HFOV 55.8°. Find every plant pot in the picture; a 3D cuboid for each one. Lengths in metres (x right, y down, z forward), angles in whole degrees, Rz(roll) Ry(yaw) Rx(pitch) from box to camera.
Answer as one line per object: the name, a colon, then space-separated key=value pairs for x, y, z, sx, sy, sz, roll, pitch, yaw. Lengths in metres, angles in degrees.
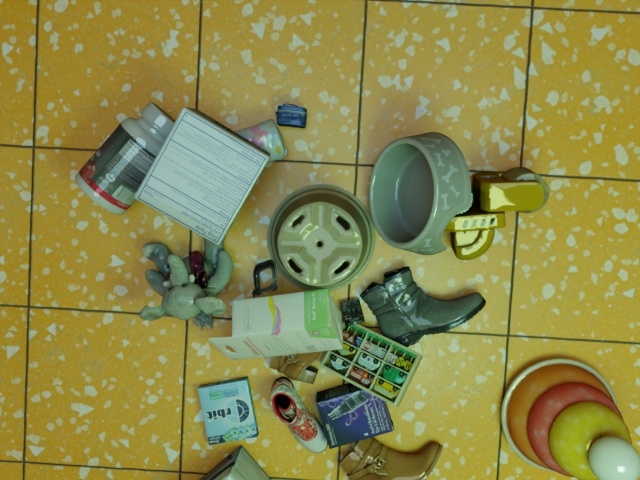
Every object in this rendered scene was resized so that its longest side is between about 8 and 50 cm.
plant pot: x=0.000 y=0.000 z=1.718 sx=0.334 sy=0.305 sz=0.333 roll=0 pitch=93 yaw=1

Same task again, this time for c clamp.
c clamp: x=-0.168 y=0.130 z=1.823 sx=0.022 sy=0.161 sz=0.137 roll=4 pitch=70 yaw=-33

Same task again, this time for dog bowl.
dog bowl: x=0.259 y=-0.130 z=1.685 sx=0.102 sy=0.349 sz=0.348 roll=0 pitch=94 yaw=-30

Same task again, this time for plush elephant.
plush elephant: x=-0.390 y=0.125 z=1.756 sx=0.272 sy=0.255 sz=0.330 roll=-12 pitch=93 yaw=2

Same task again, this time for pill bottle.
pill bottle: x=-0.551 y=-0.246 z=1.779 sx=0.176 sy=0.176 sz=0.318 roll=42 pitch=93 yaw=-1

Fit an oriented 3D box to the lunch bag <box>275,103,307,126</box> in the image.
lunch bag: x=-0.089 y=-0.377 z=1.818 sx=0.098 sy=0.067 sz=0.065 roll=7 pitch=93 yaw=2

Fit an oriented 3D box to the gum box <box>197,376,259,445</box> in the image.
gum box: x=-0.286 y=0.531 z=1.883 sx=0.157 sy=0.041 sz=0.184 roll=-10 pitch=94 yaw=1

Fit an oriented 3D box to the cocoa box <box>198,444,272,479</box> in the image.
cocoa box: x=-0.307 y=0.838 z=1.806 sx=0.347 sy=0.228 sz=0.231 roll=-41 pitch=91 yaw=3

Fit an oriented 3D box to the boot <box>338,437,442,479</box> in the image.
boot: x=0.216 y=0.671 z=1.863 sx=0.283 sy=0.109 sz=0.220 roll=-45 pitch=76 yaw=-4

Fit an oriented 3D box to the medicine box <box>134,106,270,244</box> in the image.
medicine box: x=-0.321 y=-0.179 z=1.683 sx=0.263 sy=0.149 sz=0.289 roll=30 pitch=98 yaw=-7

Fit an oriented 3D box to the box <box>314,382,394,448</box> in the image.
box: x=0.102 y=0.520 z=1.842 sx=0.207 sy=0.108 sz=0.153 roll=-18 pitch=93 yaw=2

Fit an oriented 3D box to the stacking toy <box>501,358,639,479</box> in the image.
stacking toy: x=0.722 y=0.544 z=1.646 sx=0.351 sy=0.480 sz=0.350 roll=0 pitch=94 yaw=1

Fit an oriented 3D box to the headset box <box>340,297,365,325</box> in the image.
headset box: x=0.096 y=0.214 z=1.845 sx=0.062 sy=0.083 sz=0.032 roll=-12 pitch=136 yaw=1

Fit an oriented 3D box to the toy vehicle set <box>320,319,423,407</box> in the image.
toy vehicle set: x=0.148 y=0.357 z=1.788 sx=0.267 sy=0.035 sz=0.166 roll=22 pitch=79 yaw=30

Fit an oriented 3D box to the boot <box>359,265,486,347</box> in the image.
boot: x=0.305 y=0.173 z=1.815 sx=0.338 sy=0.118 sz=0.222 roll=-25 pitch=91 yaw=3

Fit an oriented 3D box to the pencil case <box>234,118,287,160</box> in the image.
pencil case: x=-0.240 y=-0.265 z=1.803 sx=0.273 sy=0.113 sz=0.124 roll=-20 pitch=86 yaw=1

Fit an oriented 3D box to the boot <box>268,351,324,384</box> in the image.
boot: x=-0.065 y=0.332 z=1.856 sx=0.152 sy=0.073 sz=0.197 roll=19 pitch=88 yaw=6

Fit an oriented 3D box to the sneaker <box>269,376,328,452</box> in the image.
sneaker: x=-0.069 y=0.549 z=1.828 sx=0.090 sy=0.145 sz=0.270 roll=-30 pitch=92 yaw=2

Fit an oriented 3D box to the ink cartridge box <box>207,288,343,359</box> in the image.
ink cartridge box: x=-0.127 y=0.249 z=1.758 sx=0.353 sy=0.207 sz=0.119 roll=-8 pitch=60 yaw=10

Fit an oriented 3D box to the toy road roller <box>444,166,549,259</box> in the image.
toy road roller: x=0.482 y=-0.078 z=1.765 sx=0.330 sy=0.202 sz=0.240 roll=-4 pitch=105 yaw=6
